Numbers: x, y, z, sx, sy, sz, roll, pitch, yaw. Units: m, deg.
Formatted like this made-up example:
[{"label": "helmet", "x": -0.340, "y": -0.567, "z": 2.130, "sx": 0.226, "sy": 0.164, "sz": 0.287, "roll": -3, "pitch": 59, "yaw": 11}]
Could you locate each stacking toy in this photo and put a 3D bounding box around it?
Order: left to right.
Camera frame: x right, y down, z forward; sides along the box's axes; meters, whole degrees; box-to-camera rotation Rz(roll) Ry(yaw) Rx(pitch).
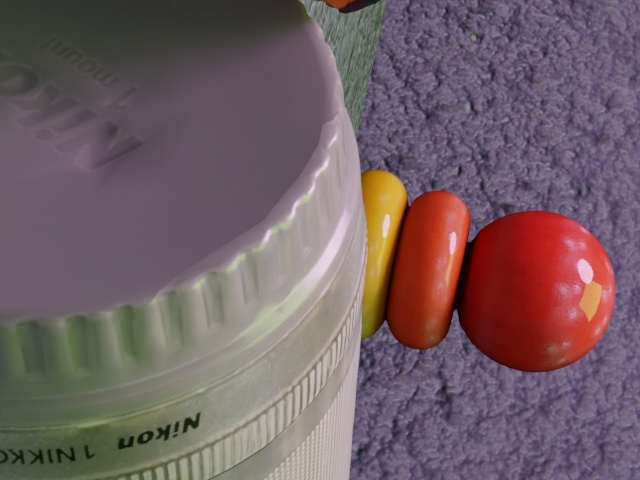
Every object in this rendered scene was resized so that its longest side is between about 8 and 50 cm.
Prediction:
[{"label": "stacking toy", "x": 0.000, "y": 0.000, "z": 0.802, "sx": 0.141, "sy": 0.330, "sz": 0.141, "roll": 10, "pitch": 90, "yaw": -83}]

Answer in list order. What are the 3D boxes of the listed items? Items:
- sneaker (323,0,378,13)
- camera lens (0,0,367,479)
[{"label": "sneaker", "x": 0.001, "y": -0.191, "z": 0.441, "sx": 0.124, "sy": 0.180, "sz": 0.321, "roll": -44, "pitch": 169, "yaw": -12}, {"label": "camera lens", "x": -0.094, "y": 0.042, "z": 0.568, "sx": 0.274, "sy": 0.219, "sz": 0.219, "roll": 93, "pitch": 10, "yaw": -48}]
